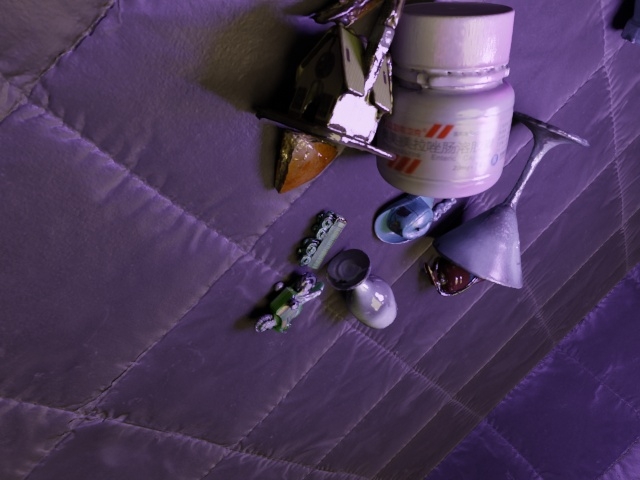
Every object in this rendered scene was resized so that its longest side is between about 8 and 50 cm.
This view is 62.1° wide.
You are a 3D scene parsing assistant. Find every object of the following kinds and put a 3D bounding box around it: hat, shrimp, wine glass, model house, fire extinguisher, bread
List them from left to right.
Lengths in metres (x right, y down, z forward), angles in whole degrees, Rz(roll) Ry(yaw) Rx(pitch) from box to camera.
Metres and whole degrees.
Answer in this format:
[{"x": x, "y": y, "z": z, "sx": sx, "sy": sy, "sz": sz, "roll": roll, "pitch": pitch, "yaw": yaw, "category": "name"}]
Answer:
[{"x": -0.044, "y": -0.144, "z": 1.038, "sx": 0.136, "sy": 0.054, "sz": 0.154, "roll": -49, "pitch": 149, "yaw": 21, "category": "bread"}, {"x": 0.049, "y": -0.302, "z": 0.905, "sx": 0.204, "sy": 0.218, "sz": 0.279, "roll": 9, "pitch": 103, "yaw": -44, "category": "model house"}, {"x": 0.070, "y": -0.465, "z": 0.870, "sx": 0.253, "sy": 0.058, "sz": 0.173, "roll": -39, "pitch": 132, "yaw": -8, "category": "shrimp"}, {"x": 0.111, "y": 0.130, "z": 1.345, "sx": 0.126, "sy": 0.126, "sz": 0.241, "roll": -40, "pitch": 138, "yaw": -5, "category": "wine glass"}, {"x": 0.230, "y": -0.051, "z": 1.324, "sx": 0.190, "sy": 0.078, "sz": 0.138, "roll": -26, "pitch": 138, "yaw": -20, "category": "hat"}, {"x": 0.446, "y": 0.075, "z": 1.600, "sx": 0.341, "sy": 0.105, "sz": 0.142, "roll": -13, "pitch": 93, "yaw": -31, "category": "fire extinguisher"}, {"x": 0.498, "y": -0.105, "z": 1.376, "sx": 0.267, "sy": 0.267, "sz": 0.406, "roll": 6, "pitch": 116, "yaw": -42, "category": "wine glass"}]

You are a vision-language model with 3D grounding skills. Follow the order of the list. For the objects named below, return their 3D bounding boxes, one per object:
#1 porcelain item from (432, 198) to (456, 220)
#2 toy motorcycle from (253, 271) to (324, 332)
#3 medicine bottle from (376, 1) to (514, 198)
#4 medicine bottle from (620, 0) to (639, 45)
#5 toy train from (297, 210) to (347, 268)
[{"x": 0.322, "y": -0.084, "z": 1.410, "sx": 0.083, "sy": 0.028, "sz": 0.036, "roll": -44, "pitch": 142, "yaw": 1, "category": "porcelain item"}, {"x": -0.073, "y": 0.154, "z": 1.256, "sx": 0.190, "sy": 0.074, "sz": 0.106, "roll": -44, "pitch": 149, "yaw": -2, "category": "toy motorcycle"}, {"x": 0.237, "y": -0.269, "z": 1.012, "sx": 0.256, "sy": 0.256, "sz": 0.325, "roll": -18, "pitch": 126, "yaw": -27, "category": "medicine bottle"}, {"x": 0.889, "y": -0.610, "z": 1.278, "sx": 0.244, "sy": 0.245, "sz": 0.290, "roll": -14, "pitch": 132, "yaw": -31, "category": "medicine bottle"}, {"x": 0.000, "y": 0.000, "z": 1.209, "sx": 0.070, "sy": 0.038, "sz": 0.148, "roll": 16, "pitch": 113, "yaw": -45, "category": "toy train"}]
